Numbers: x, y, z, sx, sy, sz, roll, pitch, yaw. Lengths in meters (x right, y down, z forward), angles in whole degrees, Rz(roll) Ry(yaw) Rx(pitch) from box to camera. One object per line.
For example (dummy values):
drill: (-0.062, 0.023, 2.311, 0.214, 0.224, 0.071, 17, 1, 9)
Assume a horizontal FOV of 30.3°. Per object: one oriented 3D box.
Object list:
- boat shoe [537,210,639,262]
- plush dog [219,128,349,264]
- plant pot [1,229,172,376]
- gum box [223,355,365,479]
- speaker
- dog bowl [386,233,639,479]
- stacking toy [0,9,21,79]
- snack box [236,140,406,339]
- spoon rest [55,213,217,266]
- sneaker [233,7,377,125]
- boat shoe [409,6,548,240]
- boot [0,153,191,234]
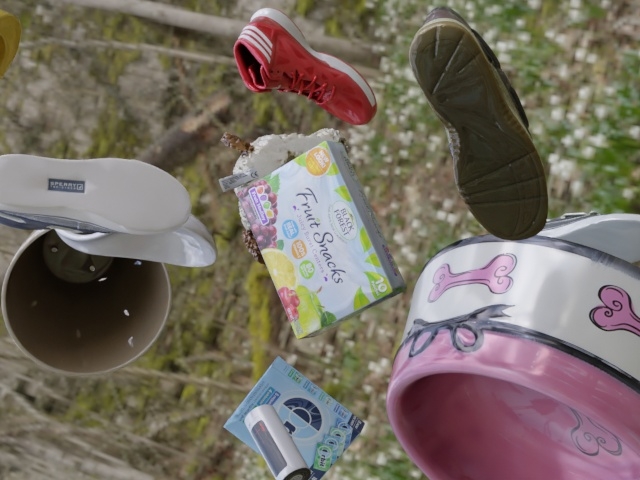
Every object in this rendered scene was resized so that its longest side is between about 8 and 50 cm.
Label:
boat shoe: (0.367, -0.010, 1.639, 0.078, 0.219, 0.070, 62, -143, -28)
plush dog: (-0.091, -0.089, 2.151, 0.262, 0.210, 0.225, -61, -8, -26)
plant pot: (-0.385, 0.052, 1.927, 0.274, 0.256, 0.257, -131, 46, -69)
gum box: (-0.045, 0.309, 1.978, 0.157, 0.184, 0.041, -52, 0, 25)
speaker: (-0.068, 0.323, 1.857, 0.055, 0.136, 0.055, -20, -39, -18)
dog bowl: (0.249, 0.186, 1.240, 0.150, 0.407, 0.408, -55, -32, -32)
stacking toy: (-0.473, -0.196, 1.245, 0.280, 0.130, 0.309, -55, -7, -12)
snack box: (0.000, 0.000, 1.011, 0.037, 0.100, 0.141, 1, -117, -64)
spoon rest: (-0.276, -0.012, 1.700, 0.137, 0.276, 0.084, 69, -142, -60)
sneaker: (-0.031, -0.212, 1.633, 0.087, 0.221, 0.128, -50, 5, 45)
boat shoe: (0.144, -0.103, 1.024, 0.224, 0.080, 0.073, 60, -151, -28)
boot: (-0.219, -0.038, 1.098, 0.086, 0.189, 0.069, 140, 139, -69)
